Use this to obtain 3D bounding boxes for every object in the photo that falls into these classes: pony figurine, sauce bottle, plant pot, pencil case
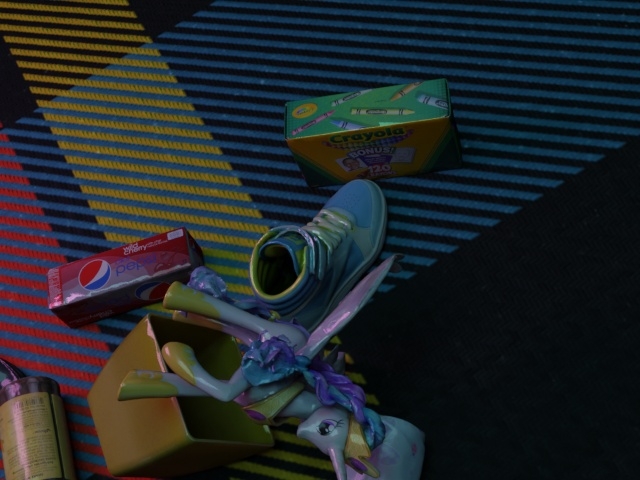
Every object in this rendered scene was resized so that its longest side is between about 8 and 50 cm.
[{"bbox_3d":[-0.051,0.168,1.473,0.364,0.302,0.351,21,36,6],"label":"pony figurine"},{"bbox_3d":[-0.445,0.388,1.655,0.111,0.111,0.344,-20,58,4],"label":"sauce bottle"},{"bbox_3d":[-0.232,0.262,1.607,0.187,0.212,0.212,-36,62,21],"label":"plant pot"},{"bbox_3d":[0.072,0.388,1.514,0.124,0.113,0.273,-6,59,34],"label":"pencil case"}]

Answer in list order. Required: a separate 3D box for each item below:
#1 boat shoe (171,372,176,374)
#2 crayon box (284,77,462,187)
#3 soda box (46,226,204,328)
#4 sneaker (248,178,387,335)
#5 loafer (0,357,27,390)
[{"bbox_3d":[-0.251,0.217,1.741,0.100,0.035,0.035,-41,33,-4],"label":"boat shoe"},{"bbox_3d":[0.093,-0.180,1.776,0.279,0.165,0.081,-7,62,12],"label":"crayon box"},{"bbox_3d":[-0.336,0.066,1.805,0.263,0.092,0.083,-17,61,6],"label":"soda box"},{"bbox_3d":[0.000,0.000,1.682,0.127,0.208,0.319,20,69,25],"label":"sneaker"},{"bbox_3d":[-0.602,0.221,1.804,0.223,0.078,0.076,20,70,24],"label":"loafer"}]
